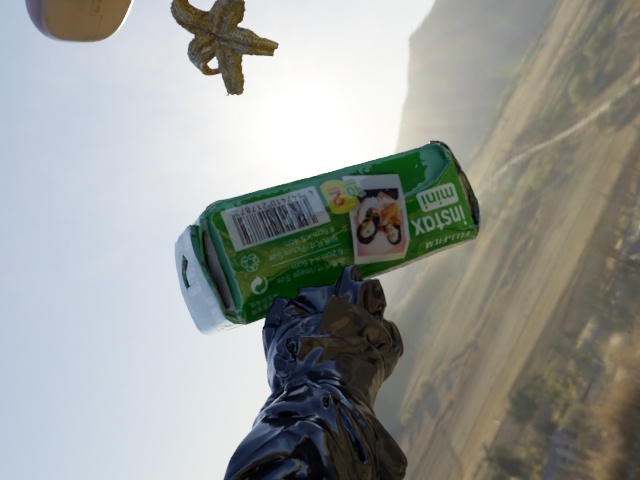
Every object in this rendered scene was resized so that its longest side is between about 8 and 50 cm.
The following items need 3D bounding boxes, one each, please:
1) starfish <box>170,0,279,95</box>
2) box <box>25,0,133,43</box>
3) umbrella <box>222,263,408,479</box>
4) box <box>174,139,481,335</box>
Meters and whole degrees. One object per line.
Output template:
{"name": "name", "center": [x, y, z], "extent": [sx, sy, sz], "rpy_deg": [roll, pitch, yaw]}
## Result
{"name": "starfish", "center": [-0.128, -0.267, 1.056], "extent": [0.209, 0.150, 0.053], "rpy_deg": [128, 149, -58]}
{"name": "box", "center": [-0.318, -0.353, 1.077], "extent": [0.146, 0.088, 0.200], "rpy_deg": [-9, -32, -34]}
{"name": "umbrella", "center": [0.003, 0.116, 0.498], "extent": [0.272, 0.110, 0.122], "rpy_deg": [-84, 10, -68]}
{"name": "box", "center": [0.000, 0.000, 0.729], "extent": [0.250, 0.102, 0.180], "rpy_deg": [-17, -4, -19]}
